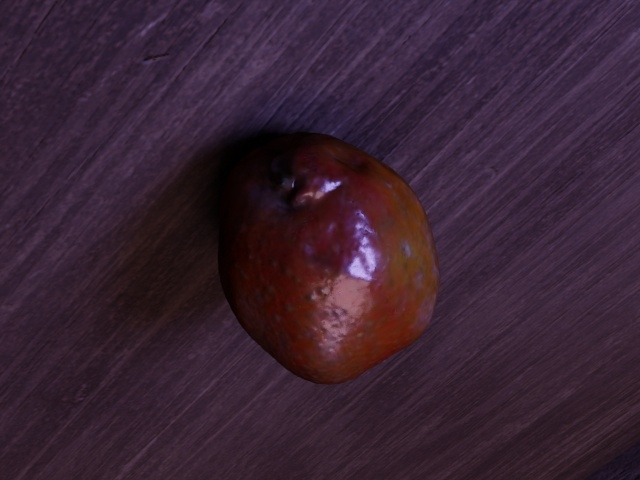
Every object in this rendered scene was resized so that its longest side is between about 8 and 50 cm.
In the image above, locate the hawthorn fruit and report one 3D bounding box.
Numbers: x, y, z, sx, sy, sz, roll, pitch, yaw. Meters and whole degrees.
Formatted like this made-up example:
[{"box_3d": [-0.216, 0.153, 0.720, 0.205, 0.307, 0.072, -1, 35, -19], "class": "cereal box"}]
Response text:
[{"box_3d": [0.000, 0.000, 1.047, 0.210, 0.210, 0.262, -23, 143, -3], "class": "hawthorn fruit"}]
